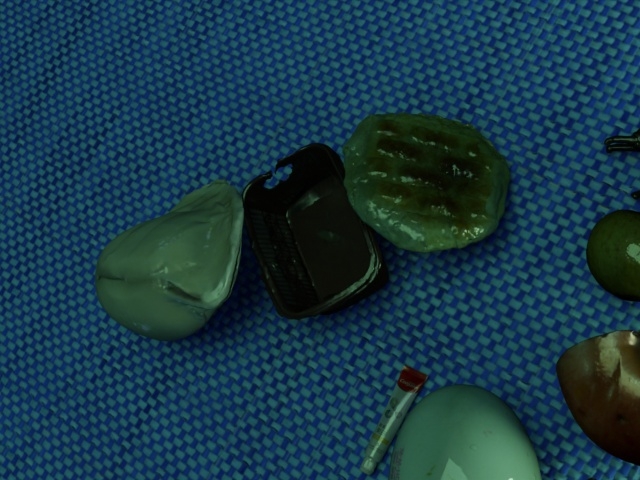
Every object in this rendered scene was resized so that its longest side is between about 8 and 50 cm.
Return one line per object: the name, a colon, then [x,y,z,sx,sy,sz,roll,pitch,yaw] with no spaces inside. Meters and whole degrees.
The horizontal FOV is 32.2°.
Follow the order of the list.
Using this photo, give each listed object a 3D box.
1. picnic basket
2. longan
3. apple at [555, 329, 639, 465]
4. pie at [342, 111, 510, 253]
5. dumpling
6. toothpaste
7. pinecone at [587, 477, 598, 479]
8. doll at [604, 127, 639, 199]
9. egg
picnic basket: [0.000,0.000,1.935,0.222,0.129,0.297,-30,63,16]
longan: [0.488,0.011,1.691,0.154,0.145,0.176,20,79,2]
apple: [0.490,0.234,1.557,0.293,0.251,0.163,-15,59,21]
pie: [0.179,-0.105,1.851,0.306,0.071,0.306,2,58,-2]
dumpling: [-0.252,0.021,1.982,0.395,0.233,0.316,-8,58,58]
toothpaste: [0.117,0.300,1.844,0.048,0.031,0.190,23,82,33]
pinecone: [0.404,0.425,1.602,0.173,0.173,0.174,-8,71,23]
doll: [0.553,-0.134,1.758,0.165,0.057,0.139,-24,63,8]
egg: [0.217,0.400,1.650,0.230,0.230,0.371,-8,75,23]
